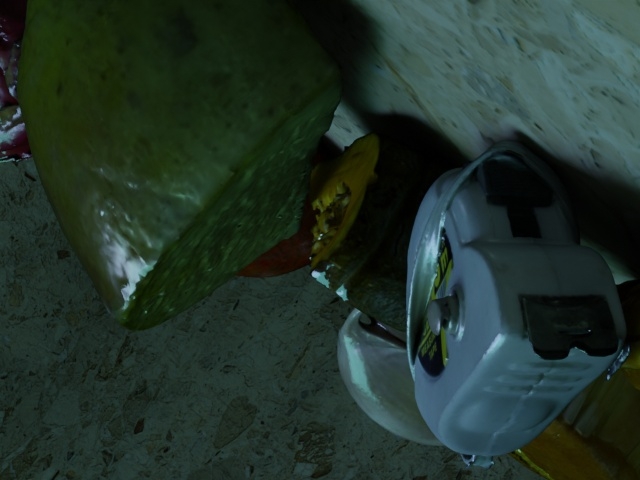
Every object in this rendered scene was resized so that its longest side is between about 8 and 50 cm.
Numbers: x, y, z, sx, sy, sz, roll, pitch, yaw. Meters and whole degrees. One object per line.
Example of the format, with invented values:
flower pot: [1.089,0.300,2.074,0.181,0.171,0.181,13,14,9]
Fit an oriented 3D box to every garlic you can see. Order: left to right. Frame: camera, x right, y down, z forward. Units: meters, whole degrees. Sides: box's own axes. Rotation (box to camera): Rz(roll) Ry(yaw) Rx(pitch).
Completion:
garlic: [0.114,0.121,1.267,0.340,0.231,0.246,36,-178,-41]

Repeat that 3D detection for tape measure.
tape measure: [0.120,0.042,0.732,0.120,0.197,0.236,1,149,-10]

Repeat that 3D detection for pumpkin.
pumpkin: [0.066,-0.032,0.924,0.131,0.126,0.248,28,-161,-17]

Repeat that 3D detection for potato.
potato: [-0.156,-0.107,0.824,0.280,0.212,0.330,50,161,9]

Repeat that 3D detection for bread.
bread: [0.251,0.165,1.055,0.288,0.156,0.204,44,171,-36]

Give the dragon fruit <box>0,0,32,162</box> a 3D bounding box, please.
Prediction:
dragon fruit: [-0.441,-0.263,1.462,0.329,0.329,0.329,39,175,4]

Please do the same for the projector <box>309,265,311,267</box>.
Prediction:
projector: [0.000,0.000,1.789,0.256,0.099,0.192,40,174,-14]

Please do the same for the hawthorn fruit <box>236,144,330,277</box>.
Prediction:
hawthorn fruit: [-0.073,-0.049,1.278,0.215,0.215,0.250,37,174,24]

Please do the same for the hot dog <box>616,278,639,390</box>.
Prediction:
hot dog: [0.240,0.066,0.667,0.115,0.072,0.269,35,172,-2]
